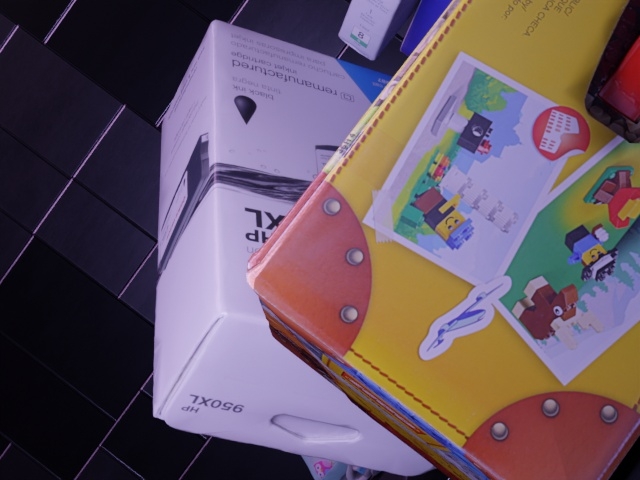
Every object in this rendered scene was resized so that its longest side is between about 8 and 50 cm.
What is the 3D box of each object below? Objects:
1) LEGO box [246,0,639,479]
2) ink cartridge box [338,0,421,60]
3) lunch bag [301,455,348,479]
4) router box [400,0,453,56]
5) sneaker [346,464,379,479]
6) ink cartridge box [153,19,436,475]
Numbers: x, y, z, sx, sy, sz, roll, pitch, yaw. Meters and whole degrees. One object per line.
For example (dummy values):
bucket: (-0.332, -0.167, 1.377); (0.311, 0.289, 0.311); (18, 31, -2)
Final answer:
LEGO box: (0.183, -0.094, 0.707); (0.500, 0.193, 0.372); (-53, -5, -7)
ink cartridge box: (0.106, -0.306, 1.111); (0.181, 0.056, 0.224); (-53, -6, -27)
lunch bag: (0.066, 0.248, 1.765); (0.223, 0.160, 0.262); (-51, 7, 17)
router box: (0.230, -0.353, 1.164); (0.301, 0.082, 0.335); (-52, -5, -20)
sneaker: (0.079, 0.280, 1.539); (0.083, 0.071, 0.190); (-58, -9, -39)
ink cartridge box: (0.000, 0.000, 1.093); (0.395, 0.285, 0.166); (-96, 29, -43)
